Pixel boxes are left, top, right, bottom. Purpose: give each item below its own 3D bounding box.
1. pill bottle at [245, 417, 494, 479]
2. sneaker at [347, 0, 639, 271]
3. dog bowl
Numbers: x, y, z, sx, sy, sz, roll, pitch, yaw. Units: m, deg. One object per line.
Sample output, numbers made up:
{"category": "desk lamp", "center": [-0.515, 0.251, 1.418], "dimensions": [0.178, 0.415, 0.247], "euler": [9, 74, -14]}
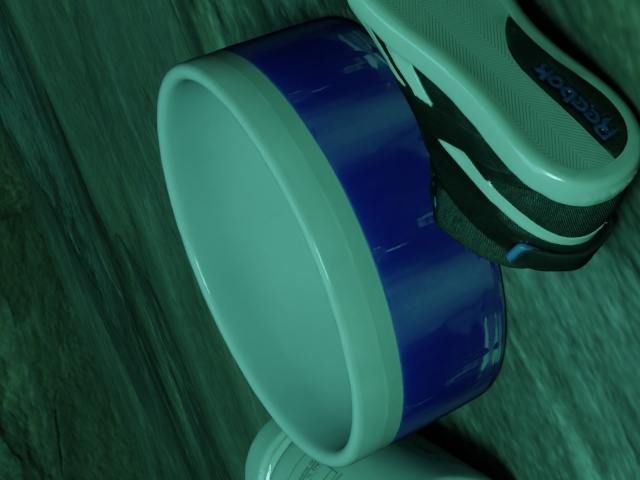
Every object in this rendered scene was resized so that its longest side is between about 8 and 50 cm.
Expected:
{"category": "pill bottle", "center": [0.035, 0.188, 0.955], "dimensions": [0.229, 0.131, 0.131], "euler": [23, 132, 64]}
{"category": "sneaker", "center": [0.058, -0.072, 0.676], "dimensions": [0.217, 0.079, 0.121], "euler": [57, 158, 26]}
{"category": "dog bowl", "center": [0.000, 0.000, 0.878], "dimensions": [0.265, 0.104, 0.265], "euler": [52, 156, 36]}
